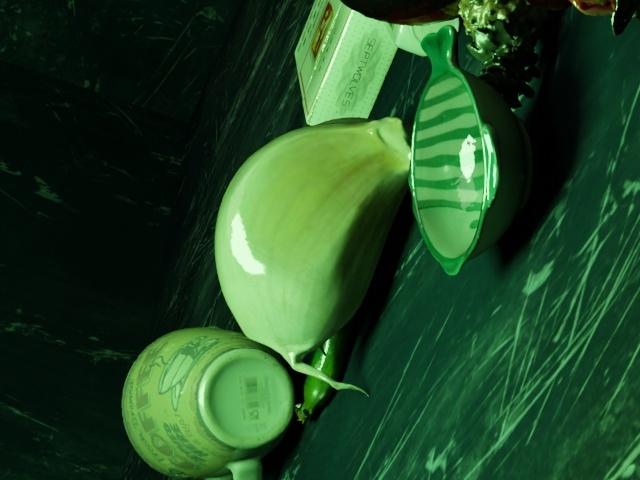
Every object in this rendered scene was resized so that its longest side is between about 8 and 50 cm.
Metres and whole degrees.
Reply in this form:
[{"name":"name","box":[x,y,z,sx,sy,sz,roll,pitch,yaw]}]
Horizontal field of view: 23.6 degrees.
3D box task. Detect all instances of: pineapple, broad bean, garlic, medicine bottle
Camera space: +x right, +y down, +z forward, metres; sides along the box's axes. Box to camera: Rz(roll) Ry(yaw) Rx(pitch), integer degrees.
[{"name":"pineapple","box":[0.193,-0.220,1.600,0.108,0.108,0.197,125,155,-54]},{"name":"broad bean","box":[0.016,0.098,2.034,0.144,0.049,0.292,142,143,-74]},{"name":"garlic","box":[0.000,0.000,1.942,0.231,0.246,0.340,10,-86,-80]},{"name":"medicine bottle","box":[0.138,-0.309,2.036,0.183,0.069,0.119,-105,37,-66]}]

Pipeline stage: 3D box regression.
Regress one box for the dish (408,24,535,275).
[{"name":"dish","box":[0.157,-0.090,1.532,0.224,0.078,0.246,170,96,-73]}]

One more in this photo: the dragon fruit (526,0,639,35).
[{"name":"dragon fruit","box":[0.247,-0.290,1.300,0.192,0.193,0.274,-47,10,-10]}]

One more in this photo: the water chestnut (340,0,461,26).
[{"name":"water chestnut","box":[0.137,-0.373,1.787,0.300,0.300,0.300,-162,90,-78]}]

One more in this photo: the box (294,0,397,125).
[{"name":"box","box":[0.044,-0.320,2.411,0.330,0.095,0.210,-101,31,-63]}]

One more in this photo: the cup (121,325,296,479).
[{"name":"cup","box":[-0.138,0.268,2.164,0.257,0.227,0.301,164,95,-70]}]
